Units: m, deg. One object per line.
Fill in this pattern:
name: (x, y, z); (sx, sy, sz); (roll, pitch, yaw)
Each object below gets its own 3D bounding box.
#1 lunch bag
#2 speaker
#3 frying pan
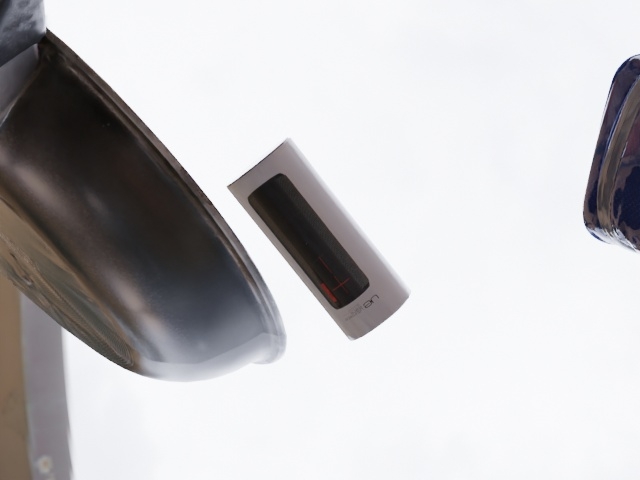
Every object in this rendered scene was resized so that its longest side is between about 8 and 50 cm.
lunch bag: (0.134, -0.020, 0.393); (0.065, 0.098, 0.067); (-137, -122, -64)
speaker: (0.000, 0.000, 0.866); (0.055, 0.055, 0.136); (-36, -83, 18)
frying pan: (-0.071, -0.026, 0.377); (0.197, 0.326, 0.053); (47, -107, -10)
